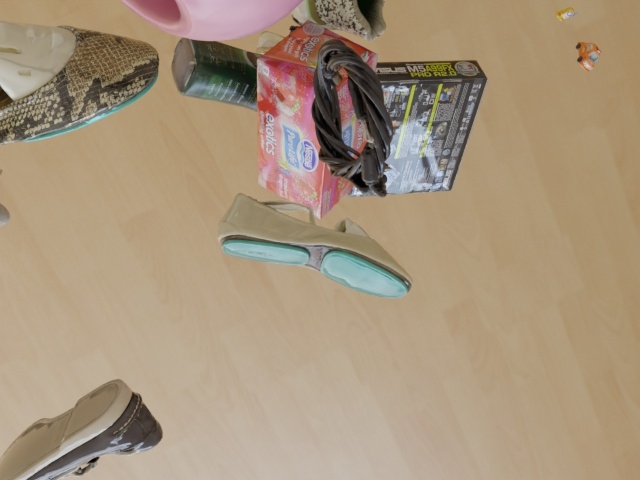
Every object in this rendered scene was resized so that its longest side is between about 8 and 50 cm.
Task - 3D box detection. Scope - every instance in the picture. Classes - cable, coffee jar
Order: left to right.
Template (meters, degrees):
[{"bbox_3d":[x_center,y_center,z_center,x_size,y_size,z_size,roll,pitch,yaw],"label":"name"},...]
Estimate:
[{"bbox_3d":[-0.130,-0.251,1.278,0.184,0.096,0.079,9,132,-32],"label":"coffee jar"},{"bbox_3d":[0.022,-0.132,0.858,0.047,0.184,0.151,-18,122,-11],"label":"cable"}]

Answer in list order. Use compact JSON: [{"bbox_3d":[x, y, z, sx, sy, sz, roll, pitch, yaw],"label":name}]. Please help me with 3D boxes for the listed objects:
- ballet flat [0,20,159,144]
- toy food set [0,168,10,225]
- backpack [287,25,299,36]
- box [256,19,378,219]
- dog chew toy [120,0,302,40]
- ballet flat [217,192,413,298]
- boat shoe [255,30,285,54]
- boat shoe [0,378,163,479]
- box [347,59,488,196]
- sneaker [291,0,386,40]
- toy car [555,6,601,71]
[{"bbox_3d":[-0.472,-0.206,1.161,0.482,0.164,0.182,-18,141,13],"label":"ballet flat"},{"bbox_3d":[-0.597,0.049,1.421,0.092,0.220,0.306,9,111,-8],"label":"toy food set"},{"bbox_3d":[-0.042,-0.375,1.755,0.084,0.105,0.114,19,143,9],"label":"backpack"},{"bbox_3d":[-0.010,-0.174,1.235,0.122,0.128,0.257,-47,157,-33],"label":"box"},{"bbox_3d":[-0.040,-0.315,0.634,0.206,0.206,0.332,41,76,-18],"label":"dog chew toy"},{"bbox_3d":[0.000,0.000,1.011,0.248,0.086,0.086,16,102,-11],"label":"ballet flat"},{"bbox_3d":[-0.048,-0.352,1.622,0.170,0.063,0.059,21,80,15],"label":"boat shoe"},{"bbox_3d":[-0.223,0.192,0.738,0.206,0.075,0.065,-32,116,28],"label":"boat shoe"},{"bbox_3d":[0.166,-0.201,1.527,0.216,0.060,0.270,-4,137,-14],"label":"box"},{"bbox_3d":[0.086,-0.465,1.160,0.158,0.182,0.410,-13,129,-37],"label":"sneaker"},{"bbox_3d":[0.481,-0.373,1.542,0.040,0.060,0.122,-20,126,38],"label":"toy car"}]
